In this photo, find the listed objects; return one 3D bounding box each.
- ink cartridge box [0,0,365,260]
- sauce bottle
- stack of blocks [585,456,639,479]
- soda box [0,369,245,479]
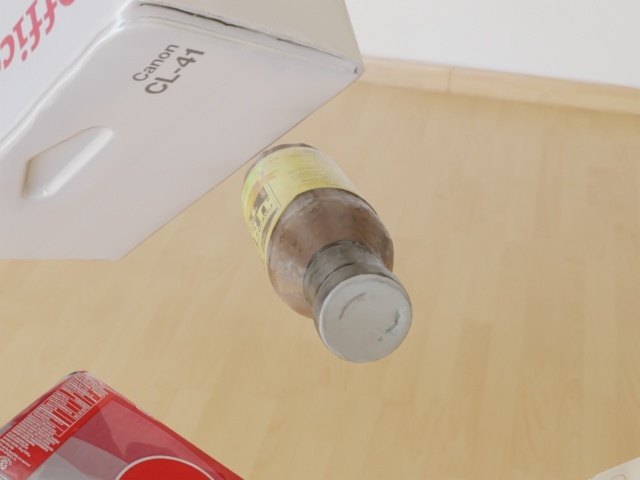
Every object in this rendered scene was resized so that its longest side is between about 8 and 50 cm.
[{"bbox_3d":[-0.127,-0.169,0.490,0.131,0.226,0.306,3,64,-43],"label":"ink cartridge box"},{"bbox_3d":[0.000,0.000,0.835,0.111,0.111,0.344,-5,18,-9],"label":"sauce bottle"},{"bbox_3d":[0.219,0.192,0.510,0.171,0.297,0.087,29,54,-11],"label":"stack of blocks"},{"bbox_3d":[-0.054,0.181,0.488,0.263,0.092,0.083,33,39,11],"label":"soda box"}]
